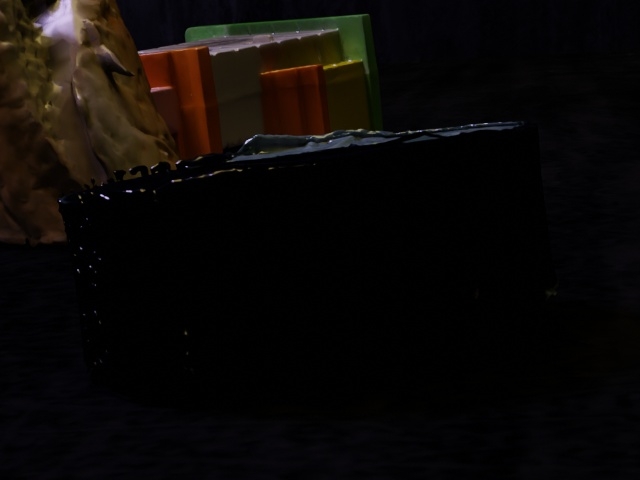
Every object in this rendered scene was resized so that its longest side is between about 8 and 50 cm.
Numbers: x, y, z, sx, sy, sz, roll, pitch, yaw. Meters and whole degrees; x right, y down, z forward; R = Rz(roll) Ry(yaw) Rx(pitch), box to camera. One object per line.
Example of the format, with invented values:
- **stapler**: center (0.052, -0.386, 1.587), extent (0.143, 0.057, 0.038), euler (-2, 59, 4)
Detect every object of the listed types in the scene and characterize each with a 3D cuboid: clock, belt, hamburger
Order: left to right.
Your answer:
- **hamburger**: center (-0.220, -0.109, 0.971), extent (0.329, 0.209, 0.162), euler (5, 13, 36)
- **clock**: center (-0.117, -0.108, 1.288), extent (0.219, 0.106, 0.255), euler (4, 16, 44)
- **belt**: center (0.000, 0.000, 0.592), extent (0.198, 0.078, 0.151), euler (-13, 8, -36)
